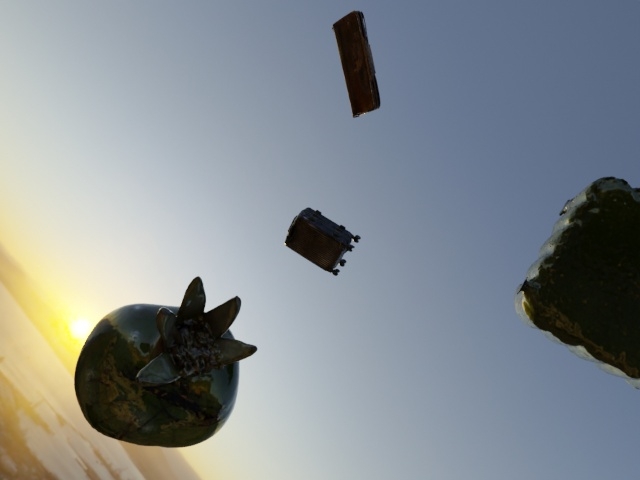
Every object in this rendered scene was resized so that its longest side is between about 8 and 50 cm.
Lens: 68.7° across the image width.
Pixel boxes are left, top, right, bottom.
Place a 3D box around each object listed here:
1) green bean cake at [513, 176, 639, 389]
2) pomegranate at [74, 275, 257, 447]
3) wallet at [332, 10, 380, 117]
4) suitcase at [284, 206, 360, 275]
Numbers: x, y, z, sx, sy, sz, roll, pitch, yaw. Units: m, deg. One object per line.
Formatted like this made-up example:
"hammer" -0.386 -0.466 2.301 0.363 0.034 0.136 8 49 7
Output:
"green bean cake" 0.447 0.065 0.690 0.247 0.250 0.156 31 0 19
"pomegranate" -0.134 0.115 0.429 0.191 0.152 0.131 -37 -130 42
"wallet" 0.069 -0.324 0.871 0.095 0.026 0.176 9 -65 64
"suitcase" 0.000 0.000 0.884 0.126 0.059 0.086 32 -61 5
